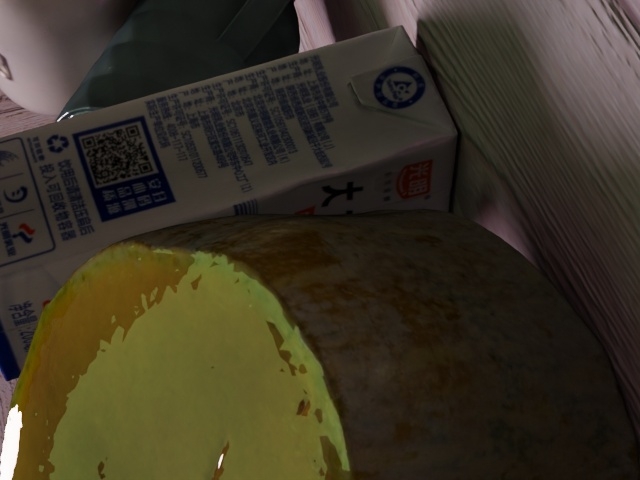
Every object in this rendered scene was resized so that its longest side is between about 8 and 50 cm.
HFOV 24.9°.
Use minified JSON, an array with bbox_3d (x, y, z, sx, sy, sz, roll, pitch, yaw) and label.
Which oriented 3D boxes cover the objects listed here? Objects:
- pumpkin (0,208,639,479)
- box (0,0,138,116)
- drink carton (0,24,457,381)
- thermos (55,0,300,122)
[{"bbox_3d":[-0.025,0.147,0.738,0.332,0.199,0.332,1,92,47],"label":"pumpkin"},{"bbox_3d":[-0.171,-0.283,1.250,0.141,0.349,0.289,31,163,8],"label":"box"},{"bbox_3d":[-0.073,-0.023,0.926,0.130,0.315,0.106,91,160,-59],"label":"drink carton"},{"bbox_3d":[-0.086,-0.157,1.171,0.182,0.145,0.286,-29,29,52],"label":"thermos"}]
